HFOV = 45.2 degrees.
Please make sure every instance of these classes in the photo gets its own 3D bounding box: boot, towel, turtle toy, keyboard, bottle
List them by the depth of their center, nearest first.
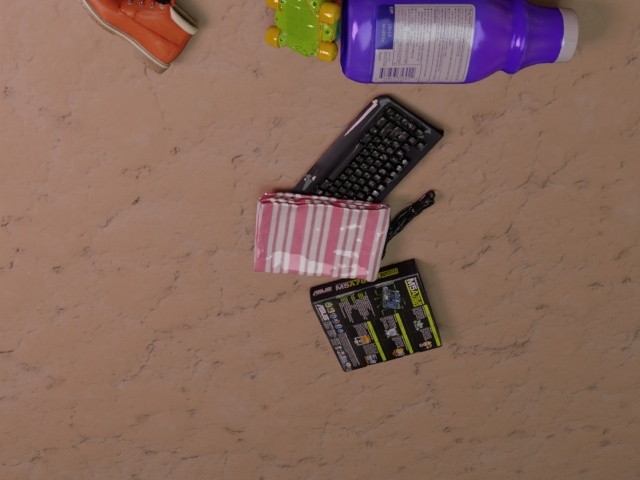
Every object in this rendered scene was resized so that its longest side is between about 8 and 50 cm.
[{"bbox_3d":[-0.219,-0.277,0.911,0.084,0.059,0.158,-36,133,20],"label":"boot"},{"bbox_3d":[-0.012,-0.278,0.915,0.095,0.066,0.130,21,134,17],"label":"turtle toy"},{"bbox_3d":[0.167,-0.252,0.939,0.282,0.092,0.118,-1,128,-4],"label":"bottle"},{"bbox_3d":[0.066,-0.056,1.144,0.201,0.033,0.317,27,125,-26],"label":"keyboard"},{"bbox_3d":[0.000,0.000,1.151,0.197,0.029,0.144,5,128,-2],"label":"towel"}]

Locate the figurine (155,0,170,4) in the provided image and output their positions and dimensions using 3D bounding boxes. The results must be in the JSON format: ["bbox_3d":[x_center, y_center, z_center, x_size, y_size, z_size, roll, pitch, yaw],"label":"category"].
[{"bbox_3d":[-0.237,-0.346,0.764,0.092,0.215,0.209,-37,131,-10],"label":"figurine"}]

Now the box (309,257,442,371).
[{"bbox_3d":[0.097,0.131,1.302,0.184,0.045,0.191,-18,129,8],"label":"box"}]
